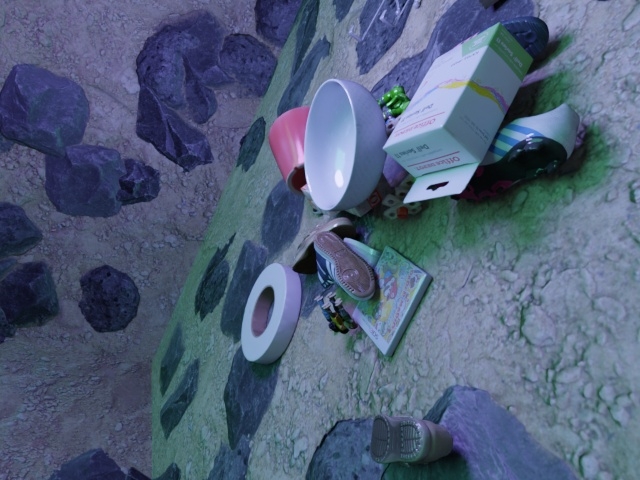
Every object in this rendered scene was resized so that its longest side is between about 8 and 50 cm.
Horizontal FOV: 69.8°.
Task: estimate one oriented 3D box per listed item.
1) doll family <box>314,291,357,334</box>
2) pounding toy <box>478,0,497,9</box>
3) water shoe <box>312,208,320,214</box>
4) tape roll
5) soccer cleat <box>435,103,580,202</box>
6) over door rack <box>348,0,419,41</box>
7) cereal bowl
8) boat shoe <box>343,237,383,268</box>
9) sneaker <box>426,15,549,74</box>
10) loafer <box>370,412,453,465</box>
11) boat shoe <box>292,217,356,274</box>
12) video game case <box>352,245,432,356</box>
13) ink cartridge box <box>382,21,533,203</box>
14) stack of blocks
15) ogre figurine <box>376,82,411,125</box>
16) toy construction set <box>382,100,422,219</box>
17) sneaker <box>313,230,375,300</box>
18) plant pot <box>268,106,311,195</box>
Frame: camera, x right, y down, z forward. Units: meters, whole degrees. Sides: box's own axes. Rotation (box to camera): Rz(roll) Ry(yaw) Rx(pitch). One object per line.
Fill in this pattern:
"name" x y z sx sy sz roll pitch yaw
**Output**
"doll family" 0.044 0.216 1.315 0.076 0.111 0.193 -34 14 -4
"pounding toy" 0.444 -0.676 1.189 0.141 0.100 0.130 -27 49 41
"water shoe" 0.013 -0.176 1.674 0.203 0.080 0.073 -46 34 40
"tape roll" -0.197 0.280 1.775 0.392 0.072 0.392 -44 36 44
"soccer cleat" 0.379 -0.174 0.951 0.143 0.116 0.331 -55 18 -22
"over door rack" 0.272 -0.799 1.545 0.324 0.108 0.239 -51 25 -8
"cereal bowl" 0.076 -0.241 1.198 0.339 0.141 0.339 179 90 -69
"boat shoe" 0.118 0.039 1.348 0.184 0.066 0.063 26 94 55
"sneaker" 0.400 -0.457 1.089 0.131 0.112 0.319 -46 23 -25
"loafer" 0.177 0.411 0.933 0.268 0.092 0.102 130 153 -67
"boat shoe" 0.000 0.000 1.528 0.341 0.122 0.110 -40 40 48
"video game case" 0.176 0.149 1.187 0.227 0.026 0.206 -65 26 10
"ink cartridge box" 0.272 -0.260 0.976 0.353 0.119 0.207 -60 21 -16
"stack of blocks" 0.073 -0.158 1.446 0.171 0.087 0.297 -38 25 -10
"ogre figurine" 0.229 -0.382 1.380 0.118 0.097 0.197 -50 28 47
"toy construction set" 0.225 -0.223 1.208 0.215 0.151 0.327 -15 65 29
"sneaker" 0.068 0.107 1.319 0.282 0.099 0.153 52 154 45
"plant pot" -0.050 -0.318 1.722 0.275 0.275 0.243 -46 43 40
